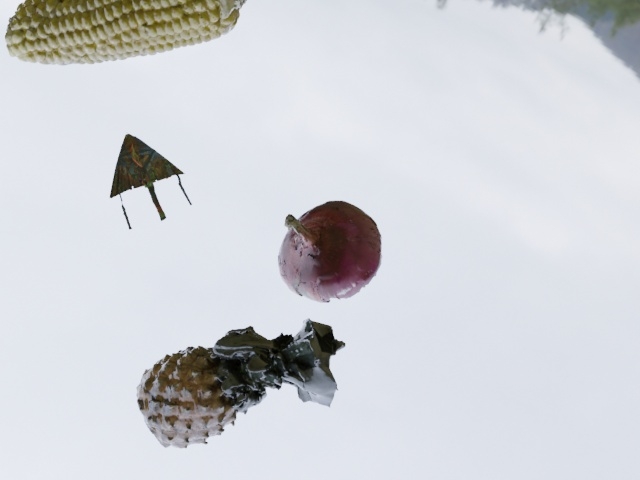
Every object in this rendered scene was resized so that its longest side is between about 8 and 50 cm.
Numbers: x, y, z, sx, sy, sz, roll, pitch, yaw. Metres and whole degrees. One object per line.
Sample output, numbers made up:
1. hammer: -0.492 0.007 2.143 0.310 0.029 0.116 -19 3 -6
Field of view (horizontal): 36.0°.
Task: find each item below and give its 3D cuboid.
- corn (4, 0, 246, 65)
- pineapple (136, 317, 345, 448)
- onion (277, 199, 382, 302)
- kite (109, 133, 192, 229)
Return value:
1. corn: -0.253 -0.310 1.329 0.346 0.130 0.130 -10 -156 7
2. pineapple: -0.083 0.152 1.097 0.119 0.237 0.111 28 -136 -60
3. onion: 0.000 0.000 1.297 0.150 0.150 0.140 53 180 44
4. kite: -0.291 -0.108 1.651 0.183 0.010 0.160 -27 -83 -52
